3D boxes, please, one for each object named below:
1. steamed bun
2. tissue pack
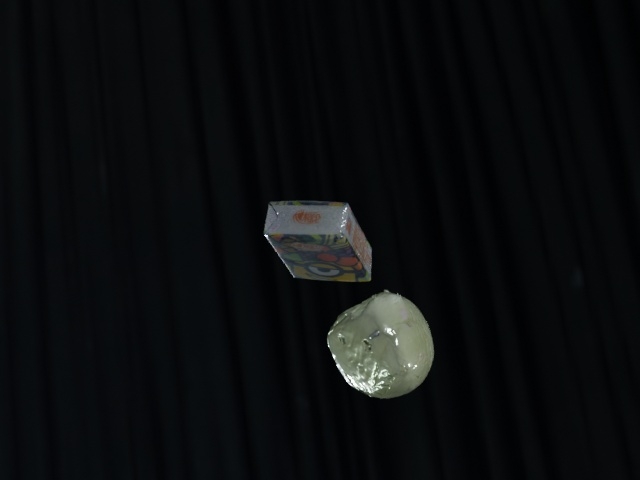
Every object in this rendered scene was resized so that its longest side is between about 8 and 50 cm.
[{"bbox_3d":[0.074,0.114,2.078,0.091,0.112,0.130,-26,171,-32],"label":"steamed bun"},{"bbox_3d":[0.000,0.000,1.378,0.063,0.035,0.083,4,157,15],"label":"tissue pack"}]
